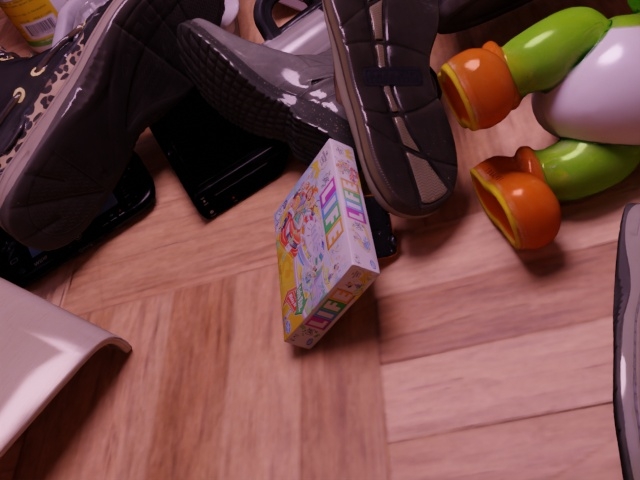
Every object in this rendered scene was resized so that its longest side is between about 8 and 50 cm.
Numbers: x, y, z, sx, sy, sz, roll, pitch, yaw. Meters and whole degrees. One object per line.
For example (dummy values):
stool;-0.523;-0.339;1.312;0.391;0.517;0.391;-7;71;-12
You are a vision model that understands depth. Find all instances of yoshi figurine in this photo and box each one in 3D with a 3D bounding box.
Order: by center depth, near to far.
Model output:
yoshi figurine;0.286;-0.128;0.535;0.362;0.203;0.203;-23;60;3

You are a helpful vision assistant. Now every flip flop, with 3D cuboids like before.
flip flop;0.055;-0.145;0.655;0.112;0.080;0.277;-3;72;-21

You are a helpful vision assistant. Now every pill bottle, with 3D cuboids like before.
pill bottle;-0.465;-0.432;1.139;0.136;0.246;0.136;-14;45;15

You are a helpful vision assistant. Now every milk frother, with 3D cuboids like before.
milk frother;-0.014;-0.240;0.857;0.134;0.129;0.143;-37;1;-9

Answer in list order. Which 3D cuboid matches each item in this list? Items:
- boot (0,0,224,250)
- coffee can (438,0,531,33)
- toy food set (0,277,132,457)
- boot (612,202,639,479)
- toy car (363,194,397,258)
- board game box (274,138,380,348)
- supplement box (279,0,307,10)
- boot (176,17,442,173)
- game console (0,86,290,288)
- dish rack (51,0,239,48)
boot;-0.302;-0.190;0.829;0.284;0.138;0.377;19;74;32
coffee can;0.151;-0.373;0.708;0.201;0.275;0.201;-24;2;1
toy food set;-0.339;0.149;0.604;0.219;0.092;0.306;23;51;15
boot;0.266;0.070;0.423;0.178;0.085;0.236;0;50;24
toy car;0.074;-0.025;0.656;0.122;0.060;0.040;-26;-4;-21
board game box;0.000;0.000;0.622;0.103;0.026;0.154;-51;32;34
supplement box;-0.015;-0.440;0.947;0.239;0.073;0.130;-60;35;28
boot;-0.011;-0.172;0.745;0.246;0.083;0.161;36;59;13
game console;-0.207;-0.062;0.814;0.361;0.044;0.213;-34;44;-5
dish rack;-0.241;-0.300;1.032;0.285;0.072;0.333;-22;44;8
